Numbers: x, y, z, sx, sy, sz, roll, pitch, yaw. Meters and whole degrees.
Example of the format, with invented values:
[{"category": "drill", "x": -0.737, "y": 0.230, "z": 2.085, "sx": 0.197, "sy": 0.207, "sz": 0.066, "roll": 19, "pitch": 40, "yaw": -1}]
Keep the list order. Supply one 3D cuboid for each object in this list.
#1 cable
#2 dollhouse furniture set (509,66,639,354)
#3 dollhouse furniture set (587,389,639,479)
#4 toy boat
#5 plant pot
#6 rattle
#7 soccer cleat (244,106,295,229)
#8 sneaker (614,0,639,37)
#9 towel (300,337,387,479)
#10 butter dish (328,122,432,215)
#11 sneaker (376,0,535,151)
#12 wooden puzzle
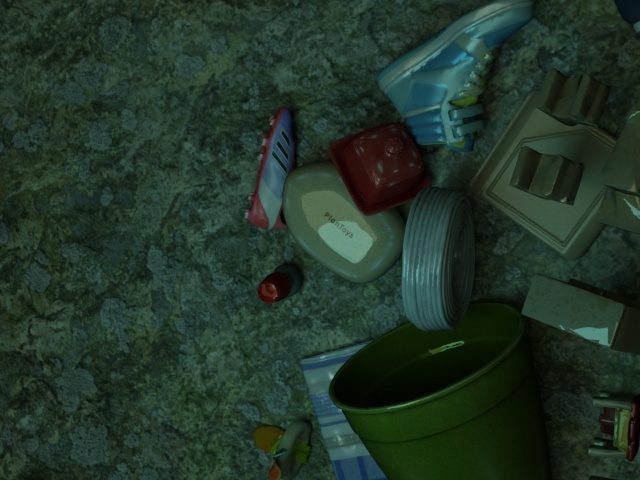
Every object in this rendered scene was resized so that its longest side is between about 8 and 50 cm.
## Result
[{"category": "cable", "x": 0.209, "y": 0.034, "z": 1.662, "sx": 0.089, "sy": 0.257, "sz": 0.257, "roll": 6, "pitch": 95, "yaw": 20}, {"category": "dollhouse furniture set", "x": 0.507, "y": -0.029, "z": 1.482, "sx": 0.362, "sy": 0.256, "sz": 0.394, "roll": 22, "pitch": 95, "yaw": 41}, {"category": "dollhouse furniture set", "x": 0.546, "y": 0.441, "z": 1.624, "sx": 0.152, "sy": 0.201, "sz": 0.374, "roll": 6, "pitch": 96, "yaw": 24}, {"category": "toy boat", "x": 0.000, "y": 0.000, "z": 1.832, "sx": 0.267, "sy": 0.148, "sz": 0.318, "roll": 46, "pitch": 107, "yaw": 5}, {"category": "plant pot", "x": 0.253, "y": 0.349, "z": 1.680, "sx": 0.366, "sy": 0.366, "sz": 0.353, "roll": -18, "pitch": 104, "yaw": 27}, {"category": "rattle", "x": -0.105, "y": 0.421, "z": 1.915, "sx": 0.143, "sy": 0.200, "sz": 0.130, "roll": 31, "pitch": 111, "yaw": 17}, {"category": "soccer cleat", "x": -0.083, "y": -0.140, "z": 1.875, "sx": 0.095, "sy": 0.083, "sz": 0.248, "roll": 14, "pitch": 102, "yaw": -8}, {"category": "sneaker", "x": 0.596, "y": -0.463, "z": 1.466, "sx": 0.319, "sy": 0.112, "sz": 0.131, "roll": -37, "pitch": 86, "yaw": 25}, {"category": "towel", "x": 0.081, "y": 0.349, "z": 1.900, "sx": 0.209, "sy": 0.034, "sz": 0.285, "roll": -16, "pitch": 90, "yaw": 27}, {"category": "butter dish", "x": 0.120, "y": -0.149, "z": 1.704, "sx": 0.160, "sy": 0.160, "sz": 0.118, "roll": 64, "pitch": 159, "yaw": 14}, {"category": "sneaker", "x": 0.270, "y": -0.278, "z": 1.650, "sx": 0.319, "sy": 0.127, "sz": 0.208, "roll": -29, "pitch": 85, "yaw": 36}, {"category": "wooden puzzle", "x": 0.415, "y": -0.115, "z": 1.661, "sx": 0.239, "sy": 0.044, "sz": 0.221, "roll": 35, "pitch": 112, "yaw": 10}]
